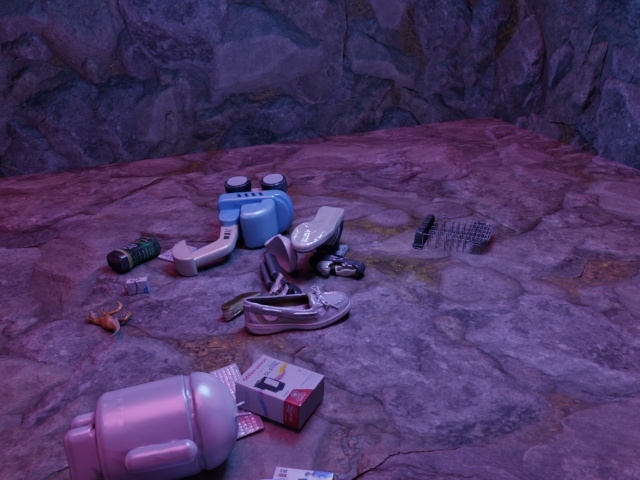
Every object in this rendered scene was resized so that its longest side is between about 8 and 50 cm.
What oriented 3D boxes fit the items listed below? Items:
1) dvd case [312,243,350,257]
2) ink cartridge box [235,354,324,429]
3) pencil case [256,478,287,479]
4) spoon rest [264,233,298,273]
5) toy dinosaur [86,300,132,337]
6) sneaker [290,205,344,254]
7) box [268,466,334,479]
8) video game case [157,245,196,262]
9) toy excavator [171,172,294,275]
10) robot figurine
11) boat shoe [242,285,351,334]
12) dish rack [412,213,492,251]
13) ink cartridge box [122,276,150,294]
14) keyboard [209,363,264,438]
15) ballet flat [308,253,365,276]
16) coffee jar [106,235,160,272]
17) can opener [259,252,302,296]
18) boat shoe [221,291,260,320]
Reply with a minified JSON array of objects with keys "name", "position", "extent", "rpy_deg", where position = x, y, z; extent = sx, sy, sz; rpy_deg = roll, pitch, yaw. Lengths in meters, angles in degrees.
[{"name":"dvd case","position":[0.040,0.035,2.037],"extent":[0.120,0.013,0.087],"rpy_deg":[8,27,20]},{"name":"ink cartridge box","position":[-0.096,0.353,1.288],"extent":[0.175,0.072,0.127],"rpy_deg":[13,26,23]},{"name":"pencil case","position":[-0.175,0.500,0.963],"extent":[0.273,0.113,0.124],"rpy_deg":[-5,52,-4]},{"name":"spoon rest","position":[-0.145,0.037,1.948],"extent":[0.084,0.137,0.276],"rpy_deg":[-17,14,-12]},{"name":"toy dinosaur","position":[-0.622,0.246,1.639],"extent":[0.212,0.064,0.112],"rpy_deg":[9,44,44]},{"name":"sneaker","position":[0.000,0.000,1.925],"extent":[0.131,0.148,0.350],"rpy_deg":[12,26,21]},{"name":"box","position":[-0.046,0.488,1.069],"extent":[0.136,0.028,0.081],"rpy_deg":[3,26,9]},{"name":"video game case","position":[-0.546,0.049,2.084],"extent":[0.087,0.011,0.122],"rpy_deg":[12,30,29]},{"name":"toy excavator","position":[-0.316,-0.051,2.071],"extent":[0.433,0.222,0.445],"rpy_deg":[-5,34,0]},{"name":"robot figurine","position":[-0.321,0.387,1.115],"extent":[0.354,0.199,0.300],"rpy_deg":[-10,10,-15]},{"name":"boat shoe","position":[-0.067,0.194,1.606],"extent":[0.321,0.103,0.118],"rpy_deg":[-7,26,-8]},{"name":"dish rack","position":[0.498,-0.026,2.046],"extent":[0.272,0.074,0.208],"rpy_deg":[10,29,22]},{"name":"ink cartridge box","position":[-0.618,0.153,1.826],"extent":[0.083,0.048,0.028],"rpy_deg":[-8,26,-7]},{"name":"keyboard","position":[-0.208,0.384,1.327],"extent":[0.072,0.014,0.256],"rpy_deg":[-13,26,-19]},{"name":"ballet flat","position":[0.049,0.090,1.857],"extent":[0.203,0.074,0.074],"rpy_deg":[7,27,15]},{"name":"coffee jar","position":[-0.690,0.050,2.020],"extent":[0.096,0.079,0.184],"rpy_deg":[13,30,31]},{"name":"can opener","position":[-0.141,0.132,1.810],"extent":[0.093,0.074,0.280],"rpy_deg":[24,14,-28]},{"name":"boat shoe","position":[-0.244,0.201,1.697],"extent":[0.056,0.048,0.153],"rpy_deg":[-1,16,35]}]
